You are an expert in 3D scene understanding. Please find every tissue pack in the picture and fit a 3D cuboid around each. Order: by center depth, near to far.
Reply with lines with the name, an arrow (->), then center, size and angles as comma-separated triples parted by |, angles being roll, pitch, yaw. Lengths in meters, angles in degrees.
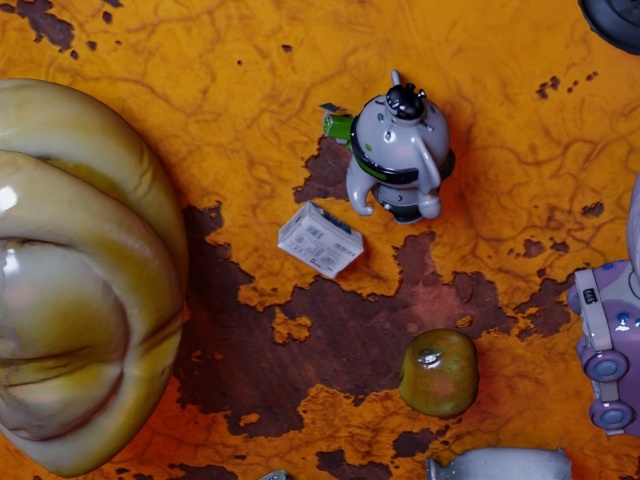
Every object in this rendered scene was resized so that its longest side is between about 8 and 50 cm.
tissue pack -> 0.000, 0.000, 1.107 | 0.083, 0.042, 0.062 | 32, 118, -24

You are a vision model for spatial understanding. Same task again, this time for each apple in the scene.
apple -> 0.148, 0.167, 1.209 | 0.102, 0.099, 0.114 | -1, 131, 2

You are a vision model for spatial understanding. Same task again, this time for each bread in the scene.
bread -> -0.308, 0.046, 1.003 | 0.329, 0.245, 0.424 | 1, 132, -2

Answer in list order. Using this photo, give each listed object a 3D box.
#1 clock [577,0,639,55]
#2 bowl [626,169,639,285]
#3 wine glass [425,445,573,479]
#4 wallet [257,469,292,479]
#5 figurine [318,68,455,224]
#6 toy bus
clock -> 0.331, -0.267, 0.915 | 0.185, 0.040, 0.184 | -1, 127, -2
bowl -> 0.460, -0.043, 1.026 | 0.287, 0.143, 0.287 | -1, 126, -2
wine glass -> 0.247, 0.344, 1.340 | 0.205, 0.111, 0.111 | -7, 128, 5
wallet -> -0.049, 0.459, 1.447 | 0.176, 0.075, 0.250 | -32, 123, 14
figurine -> 0.082, -0.090, 0.993 | 0.126, 0.147, 0.192 | -20, 148, -10
toy bus -> 0.383, 0.127, 1.163 | 0.142, 0.142, 0.202 | -11, 129, 13
